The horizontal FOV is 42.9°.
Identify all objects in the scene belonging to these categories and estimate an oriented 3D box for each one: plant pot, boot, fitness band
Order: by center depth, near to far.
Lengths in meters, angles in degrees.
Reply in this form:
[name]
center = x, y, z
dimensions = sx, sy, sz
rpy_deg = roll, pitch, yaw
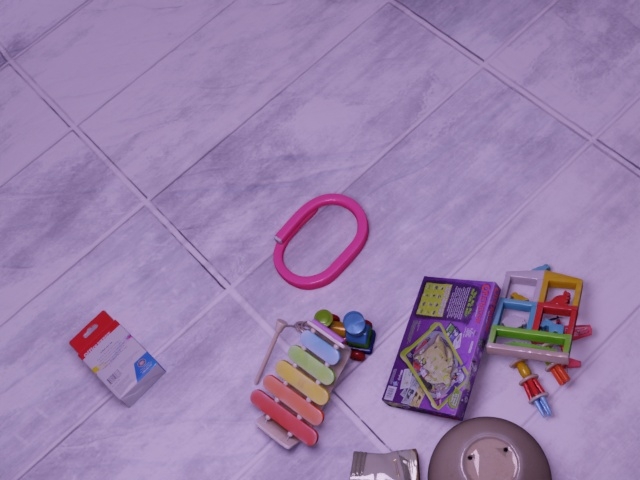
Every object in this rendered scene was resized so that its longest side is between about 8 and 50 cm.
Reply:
[plant pot]
center = 0.374, 0.515, 1.803
dimensions = 0.284, 0.191, 0.284
rpy_deg = -4, 64, 9
[boot]
center = 0.148, 0.587, 1.873
dimensions = 0.165, 0.077, 0.213
rpy_deg = -3, 58, 8
[fitness band]
center = 0.000, 0.000, 2.208
dimensions = 0.209, 0.054, 0.291
rpy_deg = 36, 76, 24

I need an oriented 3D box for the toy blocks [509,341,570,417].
[toy blocks]
center = 0.535, 0.332, 1.929
dimensions = 0.123, 0.054, 0.148
rpy_deg = -32, 61, 15

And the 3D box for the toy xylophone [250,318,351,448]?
[toy xylophone]
center = -0.061, 0.333, 1.981
dimensions = 0.236, 0.081, 0.323
rpy_deg = 24, 100, 25

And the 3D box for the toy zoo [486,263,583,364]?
[toy zoo]
center = 0.531, 0.167, 1.991
dimensions = 0.192, 0.030, 0.293
rpy_deg = 6, 47, 24

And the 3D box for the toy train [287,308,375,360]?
[toy train]
center = 0.008, 0.217, 2.045
dimensions = 0.248, 0.143, 0.105
rpy_deg = 9, 65, 14

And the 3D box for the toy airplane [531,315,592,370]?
[toy airplane]
center = 0.592, 0.254, 1.983
dimensions = 0.151, 0.028, 0.151
rpy_deg = -9, 61, 18

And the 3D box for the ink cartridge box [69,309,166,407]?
[ink cartridge box]
center = -0.535, 0.307, 2.137
dimensions = 0.231, 0.078, 0.134
rpy_deg = 39, 75, 25

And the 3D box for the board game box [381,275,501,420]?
[board game box]
center = 0.297, 0.254, 1.986
dimensions = 0.208, 0.056, 0.347
rpy_deg = 1, 61, 43
